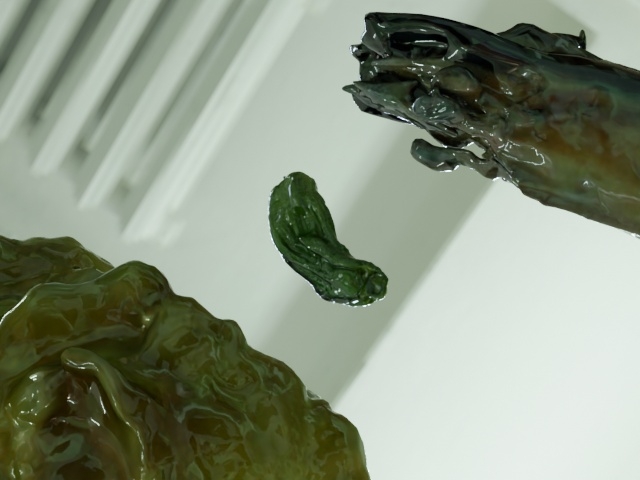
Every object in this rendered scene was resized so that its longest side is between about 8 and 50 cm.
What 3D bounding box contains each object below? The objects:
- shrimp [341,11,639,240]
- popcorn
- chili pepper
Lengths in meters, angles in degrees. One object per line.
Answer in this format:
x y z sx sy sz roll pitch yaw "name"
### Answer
0.121 -0.046 0.558 0.219 0.046 0.152 16 -134 7 "shrimp"
-0.164 0.161 1.329 0.334 0.292 0.293 31 172 39 "popcorn"
-0.001 0.001 0.992 0.034 0.030 0.091 -18 -128 -24 "chili pepper"
